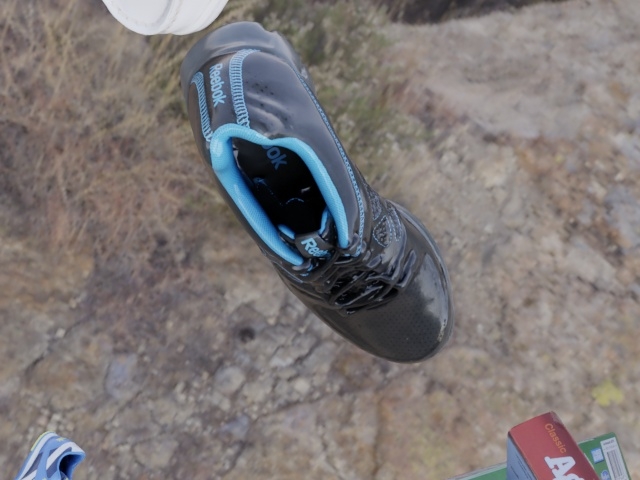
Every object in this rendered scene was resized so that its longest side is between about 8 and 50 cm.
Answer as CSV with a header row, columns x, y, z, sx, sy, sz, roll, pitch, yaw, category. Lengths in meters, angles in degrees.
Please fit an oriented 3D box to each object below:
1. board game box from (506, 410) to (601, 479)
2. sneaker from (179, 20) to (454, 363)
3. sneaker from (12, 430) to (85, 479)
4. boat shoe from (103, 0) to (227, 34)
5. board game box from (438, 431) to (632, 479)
x,y,z,sx,sy,sz,roll,pitch,yaw,category
0.148,0.216,0.434,0.027,0.145,0.281,-19,48,-11,board game box
0.000,0.000,0.863,0.341,0.125,0.140,50,18,-31,sneaker
-0.329,0.296,1.318,0.059,0.053,0.144,13,62,19,sneaker
-0.084,-0.186,0.449,0.098,0.277,0.096,31,53,18,boat shoe
0.045,0.178,0.685,0.317,0.213,0.046,8,64,-60,board game box
